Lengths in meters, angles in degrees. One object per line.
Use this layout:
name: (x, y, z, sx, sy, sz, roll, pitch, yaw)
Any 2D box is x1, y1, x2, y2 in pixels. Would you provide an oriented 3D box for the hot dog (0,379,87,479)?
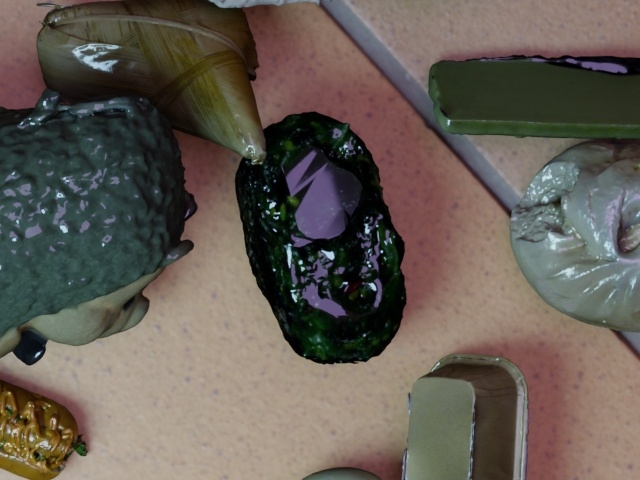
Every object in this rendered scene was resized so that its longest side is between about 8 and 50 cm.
hot dog: (-0.291, 0.153, 1.355, 0.188, 0.055, 0.072, 23, 81, -5)

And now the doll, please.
doll: (-0.275, -0.002, 1.291, 0.349, 0.247, 0.247, -19, 89, -5)

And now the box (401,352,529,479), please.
box: (0.129, 0.190, 1.401, 0.111, 0.111, 0.177, 5, 85, -9)

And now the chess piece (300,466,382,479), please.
chess piece: (0.023, 0.324, 1.360, 0.144, 0.144, 0.251, -5, 81, -10)

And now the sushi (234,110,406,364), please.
sushi: (0.000, 0.000, 1.382, 0.124, 0.127, 0.225, -16, 90, -10)

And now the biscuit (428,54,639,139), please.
biscuit: (0.260, -0.131, 1.466, 0.322, 0.038, 0.099, 0, 47, -10)

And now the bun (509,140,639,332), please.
bun: (0.275, -0.010, 1.429, 0.193, 0.128, 0.178, 17, 84, -5)

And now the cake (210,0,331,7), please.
cake: (-0.062, -0.282, 1.351, 0.134, 0.147, 0.135, -6, 127, -23)

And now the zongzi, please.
zongzi: (-0.143, -0.131, 1.352, 0.194, 0.099, 0.197, -6, 50, -8)
